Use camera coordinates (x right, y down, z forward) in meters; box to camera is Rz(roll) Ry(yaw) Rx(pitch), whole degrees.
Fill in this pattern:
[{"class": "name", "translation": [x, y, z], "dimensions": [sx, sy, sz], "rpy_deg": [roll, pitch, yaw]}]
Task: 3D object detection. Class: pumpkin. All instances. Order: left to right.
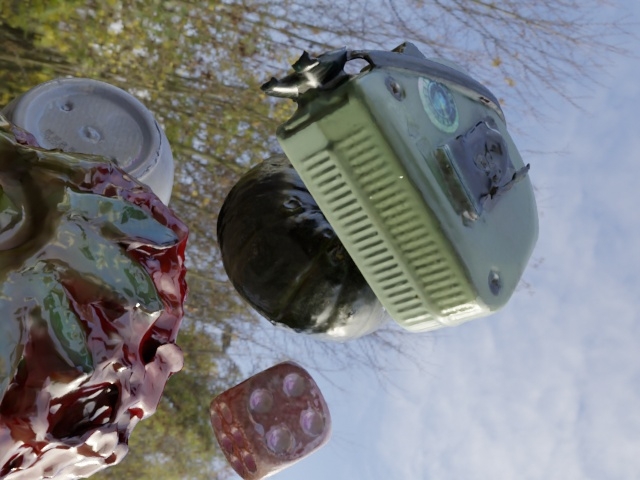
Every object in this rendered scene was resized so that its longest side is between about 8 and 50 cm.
[{"class": "pumpkin", "translation": [0.000, 0.000, 0.704], "dimensions": [0.157, 0.224, 0.223], "rpy_deg": [-54, -143, 39]}]

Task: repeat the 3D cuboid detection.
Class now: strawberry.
[{"class": "strawberry", "translation": [-0.287, 0.064, 0.492], "dimensions": [0.345, 0.318, 0.295], "rpy_deg": [-36, -109, 42]}]

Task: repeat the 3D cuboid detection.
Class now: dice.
[{"class": "dice", "translation": [-0.050, 0.180, 0.669], "dimensions": [0.093, 0.091, 0.094], "rpy_deg": [61, -35, 12]}]

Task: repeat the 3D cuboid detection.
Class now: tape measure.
[{"class": "tape measure", "translation": [0.086, -0.069, 0.536], "dimensions": [0.115, 0.207, 0.235], "rpy_deg": [-22, -74, 42]}]

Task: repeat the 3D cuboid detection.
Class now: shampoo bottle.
[{"class": "shampoo bottle", "translation": [-0.373, -0.088, 1.038], "dimensions": [0.266, 0.273, 0.272], "rpy_deg": [123, -35, -48]}]
